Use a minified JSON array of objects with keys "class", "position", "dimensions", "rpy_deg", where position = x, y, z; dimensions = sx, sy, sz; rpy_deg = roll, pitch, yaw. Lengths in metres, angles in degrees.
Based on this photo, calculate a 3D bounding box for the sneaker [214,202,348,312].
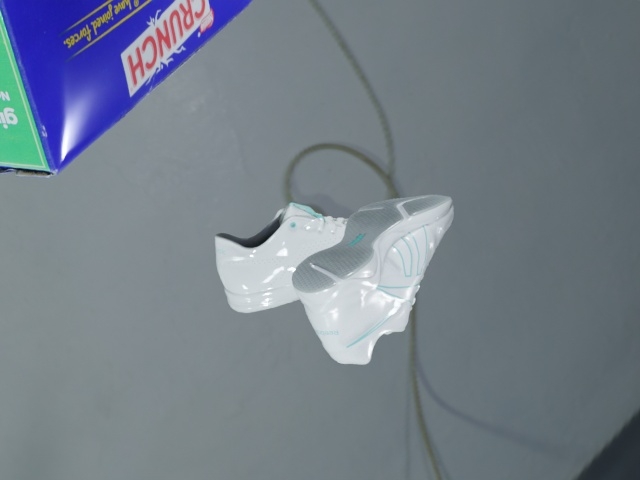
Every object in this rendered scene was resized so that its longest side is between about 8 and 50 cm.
[{"class":"sneaker","position":[0.000,0.000,1.031],"dimensions":[0.212,0.080,0.094],"rpy_deg":[-17,112,0]}]

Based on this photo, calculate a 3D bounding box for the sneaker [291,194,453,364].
[{"class":"sneaker","position":[0.036,0.018,0.618],"dimensions":[0.152,0.053,0.061],"rpy_deg":[-39,120,-48]}]

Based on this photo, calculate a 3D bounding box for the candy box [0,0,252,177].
[{"class":"candy box","position":[-0.167,-0.240,0.626],"dimensions":[0.268,0.122,0.317],"rpy_deg":[-55,144,-47]}]
